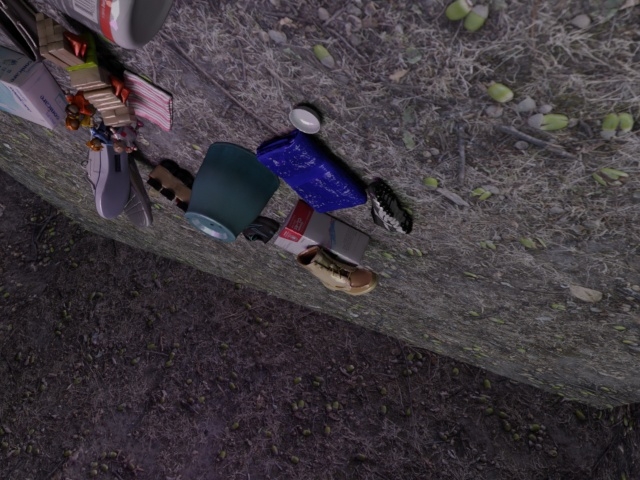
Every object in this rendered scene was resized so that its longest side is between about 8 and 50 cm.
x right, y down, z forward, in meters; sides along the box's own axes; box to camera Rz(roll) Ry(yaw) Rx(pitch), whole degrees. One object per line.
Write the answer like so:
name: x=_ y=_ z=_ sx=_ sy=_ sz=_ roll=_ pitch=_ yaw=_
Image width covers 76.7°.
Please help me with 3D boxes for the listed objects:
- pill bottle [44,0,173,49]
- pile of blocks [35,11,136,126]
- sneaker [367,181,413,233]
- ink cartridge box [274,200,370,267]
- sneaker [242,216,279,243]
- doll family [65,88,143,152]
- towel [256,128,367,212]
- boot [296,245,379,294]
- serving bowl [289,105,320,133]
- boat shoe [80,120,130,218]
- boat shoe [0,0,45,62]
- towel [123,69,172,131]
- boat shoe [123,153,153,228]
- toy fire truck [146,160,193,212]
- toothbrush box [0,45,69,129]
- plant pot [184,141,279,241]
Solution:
pill bottle: x=-0.457 y=-0.524 z=0.703 sx=0.363 sy=0.210 sz=0.210 roll=29 pitch=157 yaw=-12
pile of blocks: x=-0.615 y=-0.466 z=1.136 sx=0.113 sy=0.148 sz=0.362 roll=-8 pitch=155 yaw=4
sneaker: x=0.186 y=-0.091 z=1.223 sx=0.106 sy=0.078 sz=0.234 roll=0 pitch=150 yaw=40
ink cartridge box: x=0.000 y=0.000 z=1.547 sx=0.306 sy=0.131 sz=0.226 roll=28 pitch=157 yaw=-7
sneaker: x=-0.316 y=-0.062 z=1.754 sx=0.268 sy=0.106 sz=0.101 roll=15 pitch=158 yaw=23
doll family: x=-0.740 y=-0.389 z=1.349 sx=0.119 sy=0.163 sz=0.263 roll=3 pitch=150 yaw=42
towel: x=-0.030 y=-0.189 z=1.205 sx=0.308 sy=0.076 sz=0.228 roll=37 pitch=158 yaw=-31
boot: x=0.057 y=0.103 z=1.439 sx=0.262 sy=0.095 sz=0.203 roll=2 pitch=148 yaw=47
serving bowl: x=-0.035 y=-0.308 z=1.016 sx=0.084 sy=0.027 sz=0.083 roll=20 pitch=157 yaw=9
boat shoe: x=-0.831 y=-0.270 z=1.536 sx=0.157 sy=0.136 sz=0.366 roll=20 pitch=113 yaw=22
boat shoe: x=-0.835 y=-0.612 z=1.028 sx=0.112 sy=0.095 sz=0.335 roll=8 pitch=153 yaw=34
towel: x=-0.528 y=-0.422 z=1.246 sx=0.144 sy=0.029 sz=0.197 roll=27 pitch=158 yaw=-11
boat shoe: x=-0.759 y=-0.205 z=1.659 sx=0.118 sy=0.103 sz=0.320 roll=-24 pitch=93 yaw=30
toy fire truck: x=-0.627 y=-0.213 z=1.704 sx=0.217 sy=0.158 sz=0.246 roll=41 pitch=172 yaw=-26
toothbrush box: x=-1.056 y=-0.536 z=1.380 sx=0.296 sy=0.126 sz=0.216 roll=22 pitch=157 yaw=5
plant pot: x=-0.314 y=-0.144 z=1.364 sx=0.272 sy=0.255 sz=0.271 roll=20 pitch=157 yaw=9
